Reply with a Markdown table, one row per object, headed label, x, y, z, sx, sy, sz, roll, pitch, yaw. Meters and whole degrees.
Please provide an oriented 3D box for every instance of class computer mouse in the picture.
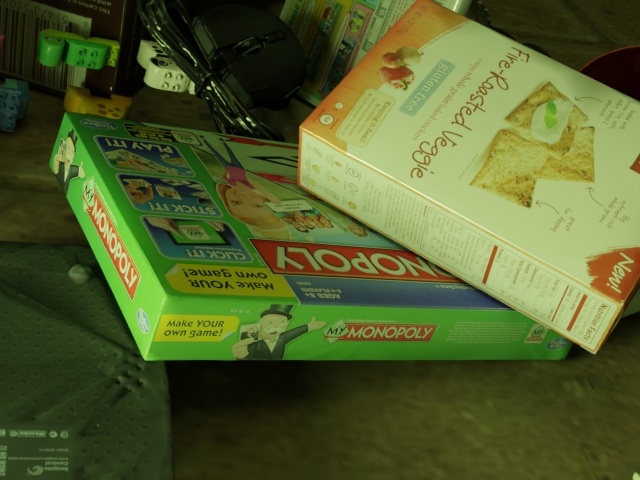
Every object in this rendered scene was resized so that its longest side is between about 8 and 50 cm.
| label | x | y | z | sx | sy | sz | roll | pitch | yaw |
| --- | --- | --- | --- | --- | --- | --- | --- | --- | --- |
| computer mouse | -0.041 | -0.132 | 0.886 | 0.184 | 0.060 | 0.262 | 57 | 16 | 5 |

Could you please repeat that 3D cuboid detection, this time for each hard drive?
| label | x | y | z | sx | sy | sz | roll | pitch | yaw |
| --- | --- | --- | --- | --- | --- | --- | --- | --- | --- |
| hard drive | -0.167 | 0.085 | 0.537 | 0.171 | 0.054 | 0.255 | 4 | 31 | -16 |

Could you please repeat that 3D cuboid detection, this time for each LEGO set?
| label | x | y | z | sx | sy | sz | roll | pitch | yaw |
| --- | --- | --- | --- | --- | --- | --- | --- | --- | --- |
| LEGO set | -0.202 | -0.116 | 0.831 | 0.227 | 0.087 | 0.093 | 6 | 34 | -25 |

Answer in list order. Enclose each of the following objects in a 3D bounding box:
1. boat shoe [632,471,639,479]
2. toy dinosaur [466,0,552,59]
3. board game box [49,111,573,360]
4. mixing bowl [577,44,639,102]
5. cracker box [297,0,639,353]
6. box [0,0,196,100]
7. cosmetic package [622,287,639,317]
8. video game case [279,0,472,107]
| label | x | y | z | sx | sy | sz | roll | pitch | yaw |
| --- | --- | --- | --- | --- | --- | --- | --- | --- | --- |
| boat shoe | 0.193 | 0.149 | 0.504 | 0.119 | 0.121 | 0.335 | -4 | 1 | 36 |
| toy dinosaur | 0.185 | -0.181 | 1.073 | 0.313 | 0.121 | 0.160 | 36 | 23 | -18 |
| board game box | 0.000 | 0.000 | 0.700 | 0.317 | 0.046 | 0.213 | 4 | 30 | -33 |
| mixing bowl | 0.283 | -0.068 | 0.888 | 0.181 | 0.098 | 0.182 | 0 | 61 | -1 |
| cracker box | 0.122 | -0.052 | 0.686 | 0.232 | 0.067 | 0.156 | 30 | 59 | 16 |
| box | -0.219 | -0.250 | 0.956 | 0.168 | 0.167 | 0.203 | 17 | 31 | 6 |
| cosmetic package | 0.269 | -0.029 | 0.765 | 0.231 | 0.085 | 0.117 | -17 | 62 | -12 |
| video game case | 0.047 | -0.216 | 0.962 | 0.193 | 0.212 | 0.023 | 36 | 24 | 33 |
